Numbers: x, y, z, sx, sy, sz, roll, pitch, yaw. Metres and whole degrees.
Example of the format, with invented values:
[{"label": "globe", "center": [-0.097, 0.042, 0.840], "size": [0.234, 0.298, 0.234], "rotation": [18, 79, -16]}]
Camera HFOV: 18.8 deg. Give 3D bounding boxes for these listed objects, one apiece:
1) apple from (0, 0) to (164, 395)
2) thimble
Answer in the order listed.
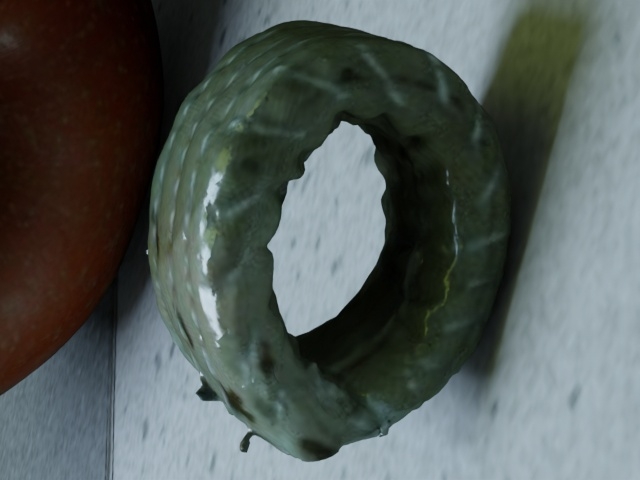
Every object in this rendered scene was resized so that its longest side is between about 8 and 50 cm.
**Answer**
[{"label": "apple", "center": [-0.230, -0.070, 0.805], "size": [0.277, 0.348, 0.348], "rotation": [20, 98, 42]}, {"label": "thimble", "center": [0.000, 0.000, 0.497], "size": [0.062, 0.084, 0.110], "rotation": [-151, 77, -69]}]
